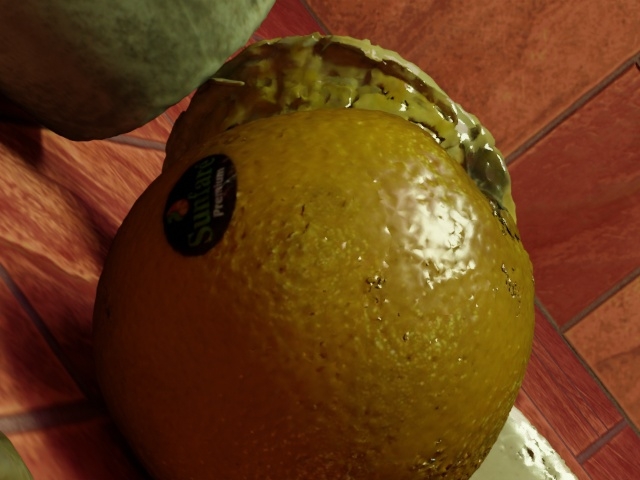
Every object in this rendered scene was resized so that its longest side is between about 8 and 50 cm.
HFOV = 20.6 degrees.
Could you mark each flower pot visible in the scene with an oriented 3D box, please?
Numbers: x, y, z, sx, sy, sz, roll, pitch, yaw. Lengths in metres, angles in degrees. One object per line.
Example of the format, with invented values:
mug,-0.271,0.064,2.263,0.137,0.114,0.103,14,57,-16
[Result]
flower pot,-0.208,-0.252,1.259,0.330,0.294,0.293,52,9,-28

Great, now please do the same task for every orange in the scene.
orange,-0.001,0.052,1.076,0.274,0.274,0.274,48,12,-13

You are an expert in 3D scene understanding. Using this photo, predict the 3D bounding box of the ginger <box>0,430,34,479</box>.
ginger,-0.242,0.000,0.575,0.375,0.176,0.256,42,30,-39

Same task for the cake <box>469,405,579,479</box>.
cake,0.125,0.199,1.393,0.158,0.160,0.262,50,10,11

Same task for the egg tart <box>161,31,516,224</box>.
egg tart,0.000,0.000,1.264,0.295,0.295,0.116,50,26,-5
